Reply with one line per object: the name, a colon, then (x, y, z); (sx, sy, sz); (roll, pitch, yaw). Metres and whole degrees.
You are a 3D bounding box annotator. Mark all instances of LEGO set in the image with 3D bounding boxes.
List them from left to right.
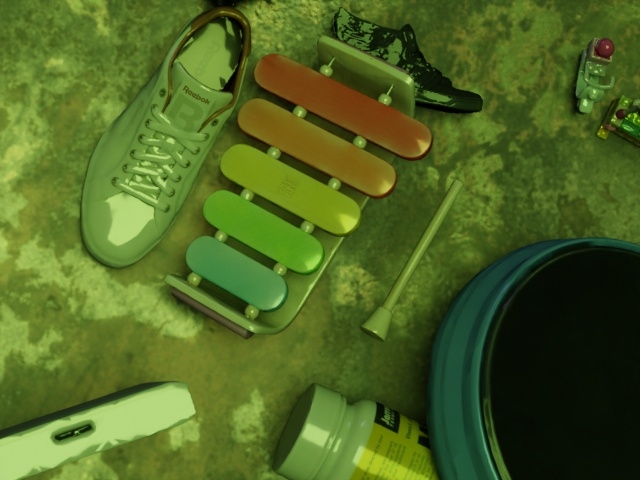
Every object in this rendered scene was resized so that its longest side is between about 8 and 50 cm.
LEGO set: (0.417, -0.139, 1.684); (0.287, 0.107, 0.132); (6, 84, -10)

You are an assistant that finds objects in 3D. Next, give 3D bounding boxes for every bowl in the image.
bowl: (0.291, 0.179, 1.585); (0.391, 0.077, 0.391); (9, 69, -25)

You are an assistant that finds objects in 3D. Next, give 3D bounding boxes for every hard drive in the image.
hard drive: (-0.228, 0.175, 1.432); (0.203, 0.307, 0.040); (-18, 88, -12)

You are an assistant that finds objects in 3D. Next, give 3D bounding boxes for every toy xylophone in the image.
toy xylophone: (0.002, -0.039, 1.576); (0.236, 0.081, 0.323); (20, 77, 18)

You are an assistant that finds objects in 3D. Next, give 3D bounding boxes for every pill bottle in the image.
pill bottle: (0.066, 0.231, 1.580); (0.208, 0.119, 0.119); (26, 81, -8)

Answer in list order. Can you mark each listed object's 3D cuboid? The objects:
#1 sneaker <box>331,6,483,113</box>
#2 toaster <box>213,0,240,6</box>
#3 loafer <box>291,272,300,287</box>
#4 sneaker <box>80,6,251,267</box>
sneaker: (0.093, -0.188, 1.655); (0.170, 0.051, 0.089); (8, 88, -7)
toaster: (-0.043, -0.327, 1.580); (0.168, 0.186, 0.110); (-22, 76, -16)
loafer: (0.000, 0.000, 1.627); (0.045, 0.039, 0.125); (28, 81, -7)
sneaker: (-0.156, -0.110, 1.567); (0.106, 0.123, 0.290); (26, 82, -10)
